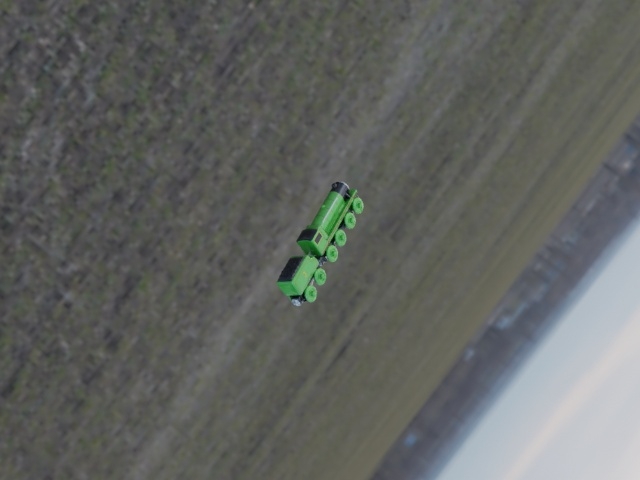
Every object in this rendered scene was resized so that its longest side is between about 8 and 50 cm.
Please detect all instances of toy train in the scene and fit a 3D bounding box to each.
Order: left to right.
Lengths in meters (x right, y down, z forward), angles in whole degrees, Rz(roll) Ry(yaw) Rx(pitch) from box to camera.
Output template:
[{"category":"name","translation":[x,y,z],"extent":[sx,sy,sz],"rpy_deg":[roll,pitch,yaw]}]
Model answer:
[{"category":"toy train","translation":[0.000,0.000,0.700],"extent":[0.017,0.024,0.083],"rpy_deg":[-6,-136,40]}]
